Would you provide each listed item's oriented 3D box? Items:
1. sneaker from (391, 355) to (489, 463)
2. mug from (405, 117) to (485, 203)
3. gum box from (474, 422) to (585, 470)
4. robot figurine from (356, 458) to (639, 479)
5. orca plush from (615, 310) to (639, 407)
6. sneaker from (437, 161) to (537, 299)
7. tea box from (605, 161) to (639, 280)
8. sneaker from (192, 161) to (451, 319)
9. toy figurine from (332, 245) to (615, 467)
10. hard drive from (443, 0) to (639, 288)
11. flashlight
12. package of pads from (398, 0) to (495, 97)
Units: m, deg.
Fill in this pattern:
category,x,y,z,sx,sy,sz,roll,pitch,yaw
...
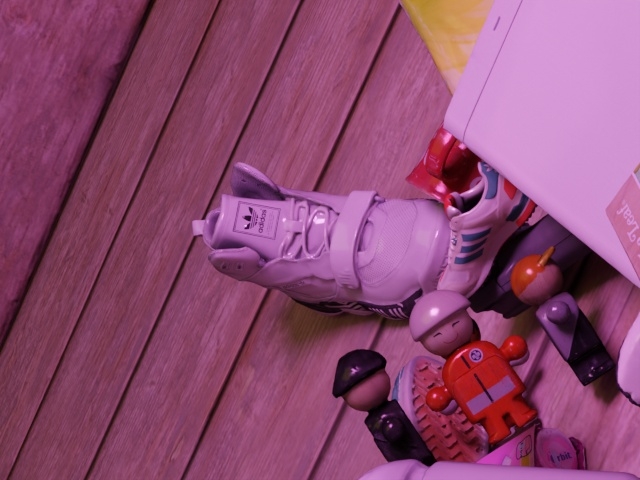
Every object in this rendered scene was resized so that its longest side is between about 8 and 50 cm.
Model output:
category,x,y,z,sx,sy,sz,roll,pitch,yaw
sneaker,0.100,0.253,1.865,0.121,0.108,0.302,-45,35,34
mug,0.179,-0.109,1.980,0.169,0.113,0.150,-62,2,5
gum box,0.188,0.269,1.724,0.107,0.062,0.188,-42,36,45
robot figurine,0.143,0.277,1.500,0.300,0.353,0.200,66,-150,-57
orca plush,0.339,0.010,1.483,0.287,0.151,0.102,-64,-8,15
sneaker,0.141,-0.012,1.813,0.161,0.075,0.057,-56,22,30
tea box,0.416,-0.025,1.161,0.323,0.329,0.220,-57,27,28
sneaker,0.000,0.000,2.148,0.366,0.210,0.137,-12,61,62
toy figurine,0.140,0.115,1.745,0.148,0.209,0.213,56,139,9
hard drive,0.262,-0.114,1.628,0.353,0.047,0.233,43,119,42
flashlight,0.254,-0.024,1.791,0.304,0.103,0.103,-42,40,53
package of pads,0.210,-0.227,1.862,0.229,0.101,0.296,-40,51,16
